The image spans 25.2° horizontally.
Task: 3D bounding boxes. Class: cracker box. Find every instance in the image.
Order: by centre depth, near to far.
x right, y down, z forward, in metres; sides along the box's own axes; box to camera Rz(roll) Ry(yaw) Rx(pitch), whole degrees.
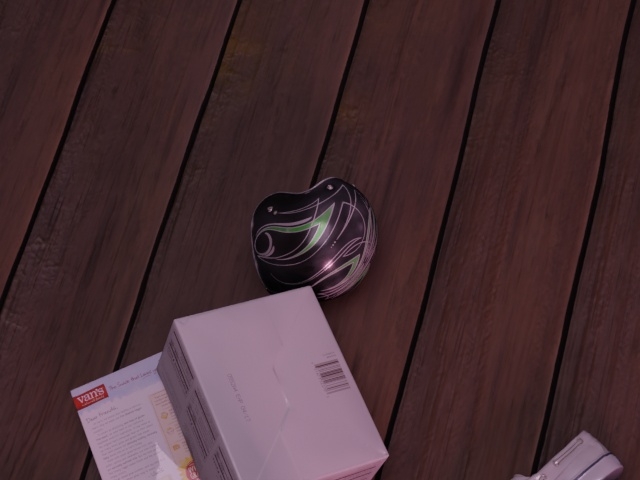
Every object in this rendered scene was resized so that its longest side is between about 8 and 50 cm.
[{"bbox_3d":[-0.225,0.281,1.940,0.156,0.067,0.232,-23,66,-5],"label":"cracker box"}]

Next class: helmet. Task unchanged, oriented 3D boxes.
[{"bbox_3d":[0.000,0.000,1.988,0.161,0.169,0.169,-10,64,20],"label":"helmet"}]

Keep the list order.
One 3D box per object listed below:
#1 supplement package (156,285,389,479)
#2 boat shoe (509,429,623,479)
[{"bbox_3d":[-0.067,0.223,1.870,0.204,0.145,0.262,-13,63,-25],"label":"supplement package"},{"bbox_3d":[0.270,0.343,1.847,0.258,0.095,0.084,-32,62,-19],"label":"boat shoe"}]
